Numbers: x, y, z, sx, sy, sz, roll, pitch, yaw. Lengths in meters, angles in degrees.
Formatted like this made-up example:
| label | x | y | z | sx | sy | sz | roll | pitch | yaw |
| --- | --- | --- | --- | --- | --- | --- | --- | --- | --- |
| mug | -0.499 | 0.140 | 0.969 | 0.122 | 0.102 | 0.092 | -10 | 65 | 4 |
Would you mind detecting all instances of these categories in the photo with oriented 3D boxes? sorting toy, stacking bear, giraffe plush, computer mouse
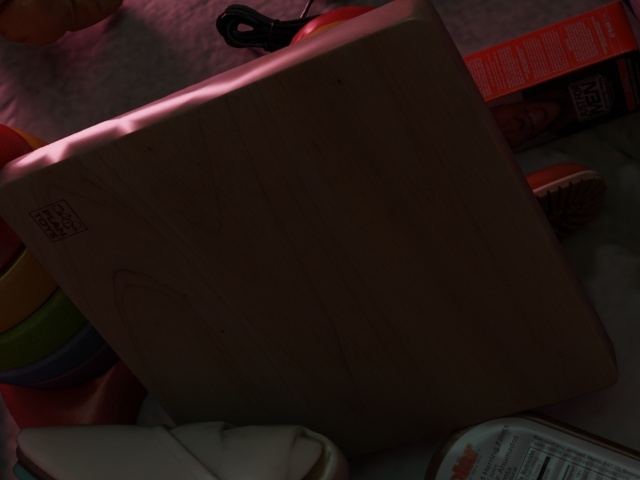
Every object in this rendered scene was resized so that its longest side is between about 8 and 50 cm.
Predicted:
| label | x | y | z | sx | sy | sz | roll | pitch | yaw |
| --- | --- | --- | --- | --- | --- | --- | --- | --- | --- |
| sorting toy | 0.000 | 0.000 | 0.715 | 0.255 | 0.257 | 0.089 | -19 | 34 | 22 |
| stacking bear | -0.203 | -0.001 | 0.776 | 0.164 | 0.289 | 0.175 | 35 | 80 | 32 |
| giraffe plush | -0.280 | -0.241 | 1.023 | 0.170 | 0.181 | 0.210 | -17 | 68 | 37 |
| computer mouse | 0.005 | -0.222 | 0.958 | 0.106 | 0.042 | 0.193 | 16 | 71 | 28 |

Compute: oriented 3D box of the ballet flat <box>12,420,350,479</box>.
| label | x | y | z | sx | sy | sz | roll | pitch | yaw |
| --- | --- | --- | --- | --- | --- | --- | --- | --- | --- |
| ballet flat | 0.009 | 0.183 | 0.693 | 0.400 | 0.139 | 0.139 | 32 | 78 | 25 |

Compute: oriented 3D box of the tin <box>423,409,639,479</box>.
| label | x | y | z | sx | sy | sz | roll | pitch | yaw |
| --- | --- | --- | --- | --- | --- | --- | --- | --- | --- |
| tin | 0.145 | 0.160 | 0.710 | 0.189 | 0.040 | 0.106 | 18 | 68 | 28 |

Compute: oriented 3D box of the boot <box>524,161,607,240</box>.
| label | x | y | z | sx | sy | sz | roll | pitch | yaw |
| --- | --- | --- | --- | --- | --- | --- | --- | --- | --- |
| boot | 0.100 | -0.026 | 0.812 | 0.158 | 0.059 | 0.084 | -21 | 54 | 11 |

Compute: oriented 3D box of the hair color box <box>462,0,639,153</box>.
| label | x | y | z | sx | sy | sz | roll | pitch | yaw |
| --- | --- | --- | --- | --- | --- | --- | --- | --- | --- |
| hair color box | 0.137 | -0.097 | 0.824 | 0.141 | 0.072 | 0.043 | -19 | 59 | 12 |

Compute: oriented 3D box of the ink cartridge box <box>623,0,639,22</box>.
| label | x | y | z | sx | sy | sz | roll | pitch | yaw |
| --- | --- | --- | --- | --- | --- | --- | --- | --- | --- |
| ink cartridge box | 0.332 | -0.199 | 0.710 | 0.330 | 0.071 | 0.324 | -21 | 24 | 10 |
